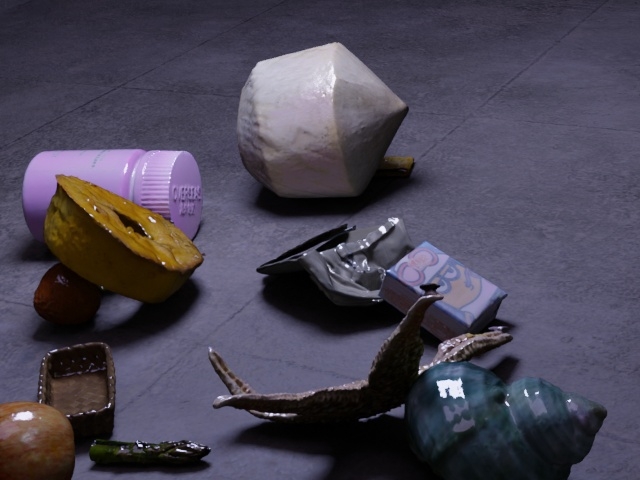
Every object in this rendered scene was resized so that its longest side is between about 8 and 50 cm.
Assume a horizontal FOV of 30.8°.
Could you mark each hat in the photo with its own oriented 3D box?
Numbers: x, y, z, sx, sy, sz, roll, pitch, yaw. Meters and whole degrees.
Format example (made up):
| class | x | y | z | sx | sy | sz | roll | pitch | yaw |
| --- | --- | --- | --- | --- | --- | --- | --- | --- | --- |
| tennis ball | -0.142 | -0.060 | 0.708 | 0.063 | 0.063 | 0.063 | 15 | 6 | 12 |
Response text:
| class | x | y | z | sx | sy | sz | roll | pitch | yaw |
| --- | --- | --- | --- | --- | --- | --- | --- | --- | --- |
| hat | 0.033 | 0.057 | 1.872 | 0.214 | 0.149 | 0.245 | -21 | -9 | -33 |

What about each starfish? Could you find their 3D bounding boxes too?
| class | x | y | z | sx | sy | sz | roll | pitch | yaw |
| --- | --- | --- | --- | --- | --- | --- | --- | --- | --- |
| starfish | 0.049 | 0.157 | 1.487 | 0.398 | 0.132 | 0.384 | -12 | -19 | 8 |

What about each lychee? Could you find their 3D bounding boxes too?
| class | x | y | z | sx | sy | sz | roll | pitch | yaw |
| --- | --- | --- | --- | --- | --- | --- | --- | --- | --- |
| lychee | -0.404 | 0.078 | 1.890 | 0.114 | 0.101 | 0.140 | 14 | 56 | 42 |

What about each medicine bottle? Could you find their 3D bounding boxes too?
| class | x | y | z | sx | sy | sz | roll | pitch | yaw |
| --- | --- | --- | --- | --- | --- | --- | --- | --- | --- |
| medicine bottle | -0.378 | -0.079 | 2.131 | 0.291 | 0.178 | 0.178 | 0 | 27 | 14 |

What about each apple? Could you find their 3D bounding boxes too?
| class | x | y | z | sx | sy | sz | roll | pitch | yaw |
| --- | --- | --- | --- | --- | --- | --- | --- | --- | --- |
| apple | -0.376 | 0.271 | 1.449 | 0.131 | 0.146 | 0.146 | 1 | 18 | -32 |

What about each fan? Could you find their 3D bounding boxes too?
| class | x | y | z | sx | sy | sz | roll | pitch | yaw |
| --- | --- | --- | --- | --- | --- | --- | --- | --- | --- |
| fan | 0.000 | 0.000 | 1.990 | 0.152 | 0.008 | 0.227 | -29 | -6 | 31 |

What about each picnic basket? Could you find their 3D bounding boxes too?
| class | x | y | z | sx | sy | sz | roll | pitch | yaw |
| --- | --- | --- | --- | --- | --- | --- | --- | --- | --- |
| picnic basket | -0.342 | 0.216 | 1.651 | 0.110 | 0.054 | 0.193 | -10 | 25 | -6 |

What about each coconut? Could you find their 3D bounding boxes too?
| class | x | y | z | sx | sy | sz | roll | pitch | yaw |
| --- | --- | --- | --- | --- | --- | --- | --- | --- | --- |
| coconut | 0.009 | -0.227 | 2.204 | 0.329 | 0.328 | 0.329 | -6 | 26 | 3 |

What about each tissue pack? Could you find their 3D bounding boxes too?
| class | x | y | z | sx | sy | sz | roll | pitch | yaw |
| --- | --- | --- | --- | --- | --- | --- | --- | --- | --- |
| tissue pack | 0.181 | 0.081 | 1.727 | 0.155 | 0.065 | 0.115 | 33 | 41 | 22 |

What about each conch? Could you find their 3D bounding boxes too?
| class | x | y | z | sx | sy | sz | roll | pitch | yaw |
| --- | --- | --- | --- | --- | --- | --- | --- | --- | --- |
| conch | 0.205 | 0.228 | 1.368 | 0.277 | 0.195 | 0.220 | -20 | -15 | 36 |

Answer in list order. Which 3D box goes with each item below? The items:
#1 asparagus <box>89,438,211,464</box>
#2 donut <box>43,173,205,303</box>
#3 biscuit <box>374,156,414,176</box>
| class | x | y | z | sx | sy | sz | roll | pitch | yaw |
| --- | --- | --- | --- | --- | --- | --- | --- | --- | --- |
| asparagus | -0.221 | 0.276 | 1.522 | 0.165 | 0.030 | 0.036 | -3 | 16 | 11 |
| donut | -0.329 | 0.005 | 1.897 | 0.278 | 0.108 | 0.277 | 31 | 9 | -5 |
| biscuit | 0.141 | -0.147 | 2.311 | 0.083 | 0.018 | 0.081 | -1 | 26 | 13 |
